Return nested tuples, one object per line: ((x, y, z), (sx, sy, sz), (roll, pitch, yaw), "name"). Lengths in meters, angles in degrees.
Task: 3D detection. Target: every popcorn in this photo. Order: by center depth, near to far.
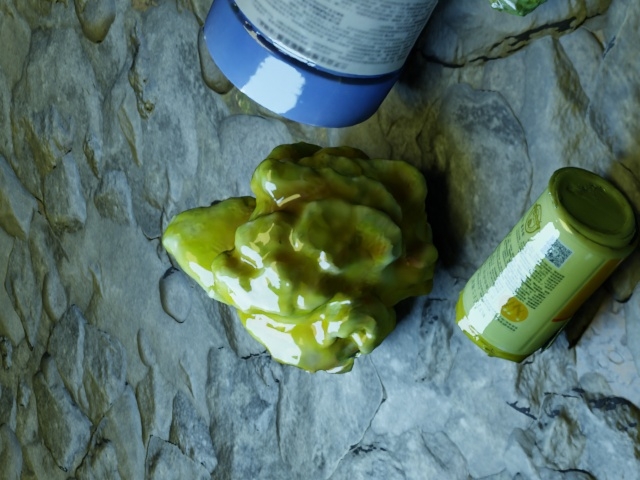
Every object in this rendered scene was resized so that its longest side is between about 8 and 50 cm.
((-0.007, -0.008, 1.795), (0.321, 0.325, 0.290), (32, 132, -9), "popcorn")

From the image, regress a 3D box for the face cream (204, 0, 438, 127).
((0.012, -0.296, 1.708), (0.249, 0.249, 0.225), (59, 135, 27), "face cream")

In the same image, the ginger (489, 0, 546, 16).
((0.195, -0.388, 1.580), (0.137, 0.089, 0.290), (-24, 80, 61), "ginger")

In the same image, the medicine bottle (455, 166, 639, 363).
((0.246, 0.037, 1.579), (0.124, 0.124, 0.239), (59, 139, 26), "medicine bottle")
